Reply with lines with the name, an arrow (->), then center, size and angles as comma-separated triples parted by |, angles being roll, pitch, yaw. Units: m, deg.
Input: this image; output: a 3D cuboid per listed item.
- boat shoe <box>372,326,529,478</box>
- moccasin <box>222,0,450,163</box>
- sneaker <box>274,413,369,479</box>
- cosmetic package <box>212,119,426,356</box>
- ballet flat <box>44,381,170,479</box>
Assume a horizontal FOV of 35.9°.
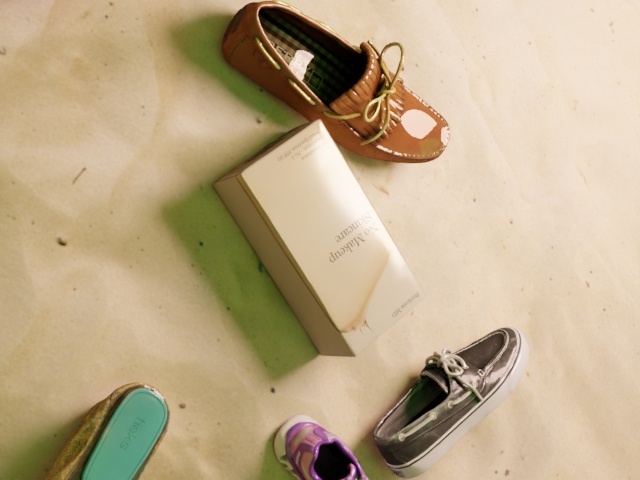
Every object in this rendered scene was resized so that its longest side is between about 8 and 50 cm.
boat shoe -> 0.198, 0.223, 1.520 | 0.306, 0.113, 0.105 | -39, 118, -15
moccasin -> 0.042, -0.234, 1.454 | 0.380, 0.147, 0.139 | 35, 71, -21
sneaker -> 0.033, 0.356, 1.427 | 0.095, 0.104, 0.236 | -45, 107, -25
cosmetic package -> 0.000, 0.000, 1.434 | 0.160, 0.113, 0.309 | -39, 103, -25
ballet flat -> -0.308, 0.331, 1.229 | 0.123, 0.123, 0.348 | 42, 58, -19
